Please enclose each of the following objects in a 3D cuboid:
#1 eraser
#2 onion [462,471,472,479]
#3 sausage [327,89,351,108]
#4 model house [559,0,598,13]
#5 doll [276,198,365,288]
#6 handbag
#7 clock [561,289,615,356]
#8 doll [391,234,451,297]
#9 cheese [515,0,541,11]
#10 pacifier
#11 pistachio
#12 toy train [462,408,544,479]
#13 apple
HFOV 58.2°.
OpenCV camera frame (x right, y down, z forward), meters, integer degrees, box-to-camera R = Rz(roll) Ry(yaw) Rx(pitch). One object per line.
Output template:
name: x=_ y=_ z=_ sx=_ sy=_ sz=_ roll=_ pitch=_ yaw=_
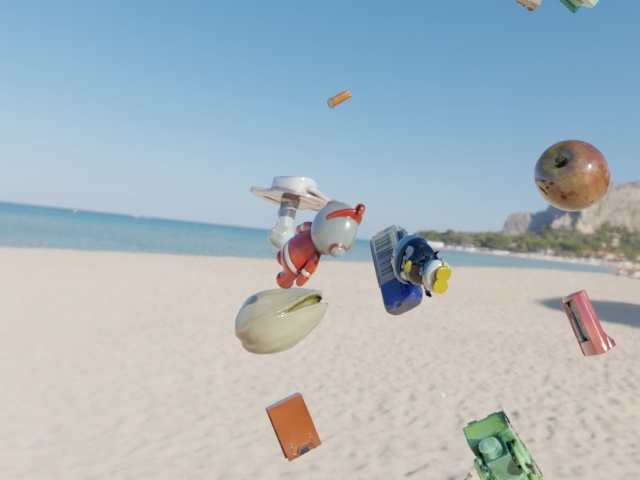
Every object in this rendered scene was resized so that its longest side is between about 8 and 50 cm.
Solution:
eraser: x=0.291 y=0.108 z=2.193 sx=0.155 sy=0.332 sz=0.102 roll=-31 pitch=-39 yaw=29
onion: x=0.331 y=0.618 z=1.375 sx=0.150 sy=0.140 sz=0.150 roll=21 pitch=-24 yaw=10
sausage: x=0.060 y=-0.424 z=1.708 sx=0.031 sy=0.031 sz=0.107 roll=7 pitch=33 yaw=38
model house: x=0.635 y=-0.638 z=1.401 sx=0.100 sy=0.127 sz=0.149 roll=36 pitch=9 yaw=-14
doll: x=0.000 y=0.000 z=1.479 sx=0.105 sy=0.199 sz=0.336 roll=25 pitch=-47 yaw=-30
handbag: x=-0.089 y=0.619 z=1.909 sx=0.127 sy=0.190 sz=0.063 roll=-23 pitch=-1 yaw=-19
clock: x=0.648 y=0.199 z=1.397 sx=0.061 sy=0.155 sz=0.113 roll=-21 pitch=-15 yaw=4
doll: x=0.332 y=0.081 z=1.960 sx=0.141 sy=0.177 sz=0.314 roll=5 pitch=15 yaw=-22
cheese: x=0.298 y=-0.527 z=1.055 sx=0.400 sy=0.085 sz=0.034 roll=8 pitch=7 yaw=-39
pacifier: x=-0.107 y=-0.121 z=1.991 sx=0.332 sy=0.220 sz=0.273 roll=7 pitch=44 yaw=49
pistachio: x=-0.124 y=0.246 z=1.856 sx=0.332 sy=0.207 sz=0.226 roll=-15 pitch=-19 yaw=-29
toy train: x=0.509 y=0.615 z=1.585 sx=0.159 sy=0.271 sz=0.188 roll=-30 pitch=25 yaw=12
apple: x=0.686 y=-0.173 z=1.565 sx=0.174 sy=0.188 sz=0.188 roll=39 pitch=-20 yaw=-35
